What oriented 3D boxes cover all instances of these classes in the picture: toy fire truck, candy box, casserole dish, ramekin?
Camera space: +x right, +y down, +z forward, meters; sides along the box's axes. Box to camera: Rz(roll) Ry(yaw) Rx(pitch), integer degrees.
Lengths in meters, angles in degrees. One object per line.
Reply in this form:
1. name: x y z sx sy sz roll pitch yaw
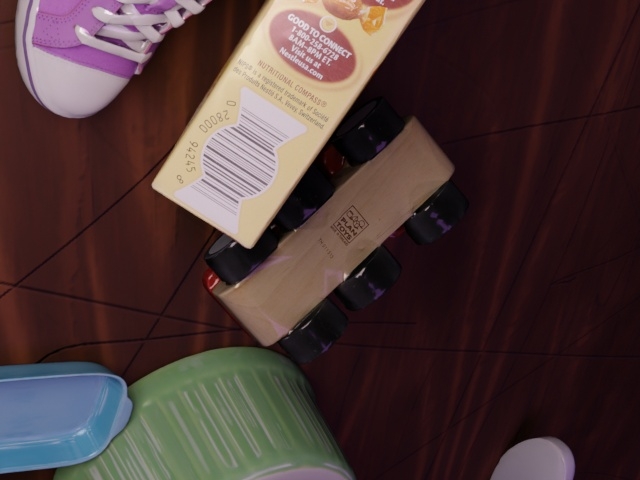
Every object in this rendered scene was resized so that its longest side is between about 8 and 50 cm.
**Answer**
1. toy fire truck: 0.000 0.000 0.963 0.217 0.246 0.158 -44 105 -10
2. candy box: 0.011 -0.164 0.759 0.088 0.183 0.316 33 108 -9
3. casserole dish: -0.261 0.154 0.966 0.188 0.037 0.114 1 125 -35
4. ramekin: -0.107 0.270 1.113 0.303 0.148 0.303 -21 138 -21

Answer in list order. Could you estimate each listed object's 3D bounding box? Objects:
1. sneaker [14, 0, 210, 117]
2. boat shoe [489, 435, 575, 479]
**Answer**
1. sneaker: -0.099 -0.173 0.689 0.102 0.161 0.282 7 124 -44
2. boat shoe: 0.309 0.387 1.586 0.102 0.108 0.301 -9 135 -32
